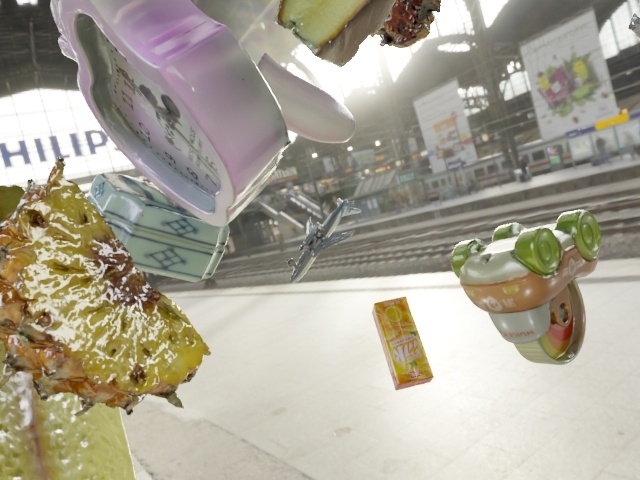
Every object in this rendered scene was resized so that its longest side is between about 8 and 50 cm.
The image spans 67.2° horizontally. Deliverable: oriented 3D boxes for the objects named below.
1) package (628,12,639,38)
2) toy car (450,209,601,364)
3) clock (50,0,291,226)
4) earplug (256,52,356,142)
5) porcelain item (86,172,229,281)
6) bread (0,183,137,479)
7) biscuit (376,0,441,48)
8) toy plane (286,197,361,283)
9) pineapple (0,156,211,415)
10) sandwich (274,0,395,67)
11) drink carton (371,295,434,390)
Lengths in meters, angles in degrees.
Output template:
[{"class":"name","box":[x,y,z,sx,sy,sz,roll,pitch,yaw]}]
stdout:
[{"class":"package","box":[0.535,-0.318,0.769,0.037,0.110,0.015,-58,8,-20]},{"class":"toy car","box":[0.325,0.081,0.719,0.235,0.235,0.145,-17,1,-35]},{"class":"clock","box":[-0.198,-0.178,0.637,0.102,0.338,0.338,-46,16,-25]},{"class":"earplug","box":[-0.043,-0.351,1.281,0.301,0.172,0.172,23,-4,-9]},{"class":"porcelain item","box":[-0.373,-0.037,1.087,0.286,0.157,0.281,18,8,-37]},{"class":"bread","box":[-0.298,0.090,0.470,0.245,0.361,0.233,-1,-18,19]},{"class":"biscuit","box":[0.212,-0.704,1.318,0.081,0.334,0.289,-34,30,-34]},{"class":"toy plane","box":[-0.001,-0.003,1.044,0.226,0.058,0.226,-47,24,-10]},{"class":"pineapple","box":[-0.199,0.060,0.388,0.079,0.233,0.135,-27,14,41]},{"class":"sandwich","box":[0.029,-0.293,0.599,0.244,0.090,0.088,-52,-5,-24]},{"class":"drink carton","box":[0.207,0.263,1.243,0.096,0.223,0.071,-13,-30,-5]}]
